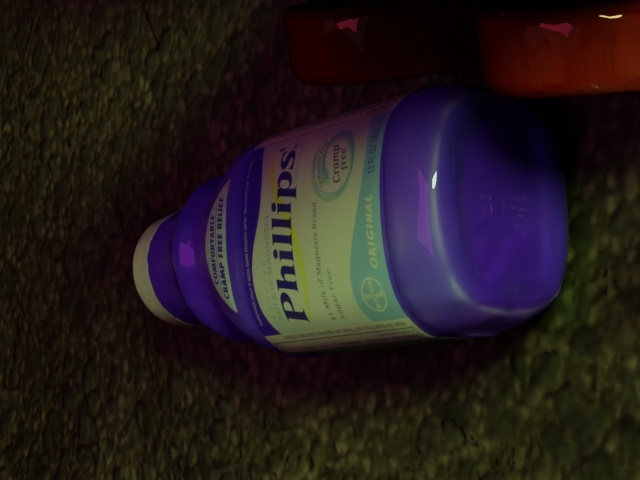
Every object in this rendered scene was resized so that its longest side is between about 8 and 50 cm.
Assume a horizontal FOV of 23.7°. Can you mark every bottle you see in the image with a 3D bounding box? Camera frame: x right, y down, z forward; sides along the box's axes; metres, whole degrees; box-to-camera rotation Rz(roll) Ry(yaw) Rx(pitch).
[{"bbox_3d":[0.000,0.000,0.780,0.283,0.092,0.118,-11,80,53],"label":"bottle"}]

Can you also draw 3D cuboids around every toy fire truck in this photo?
[{"bbox_3d":[0.010,-0.133,0.603,0.302,0.254,0.169,10,112,49],"label":"toy fire truck"}]
